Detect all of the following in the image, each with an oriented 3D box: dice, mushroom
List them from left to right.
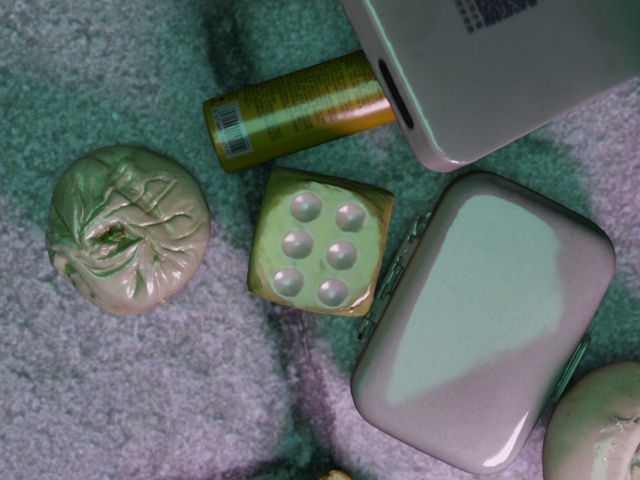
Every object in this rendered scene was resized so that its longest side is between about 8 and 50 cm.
[{"bbox_3d":[0.000,0.000,1.646,0.166,0.169,0.169,12,96,1],"label":"dice"},{"bbox_3d":[0.412,0.279,1.628,0.246,0.202,0.246,-7,102,-36],"label":"mushroom"}]

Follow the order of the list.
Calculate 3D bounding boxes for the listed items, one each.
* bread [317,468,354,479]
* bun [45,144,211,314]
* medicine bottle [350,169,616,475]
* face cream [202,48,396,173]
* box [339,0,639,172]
[{"bbox_3d":[0.015,0.428,1.734,0.160,0.088,0.233,39,99,3],"label":"bread"},{"bbox_3d":[-0.260,-0.013,1.674,0.229,0.145,0.230,1,95,6],"label":"bun"},{"bbox_3d":[0.212,0.110,1.671,0.282,0.123,0.375,26,95,-3],"label":"medicine bottle"},{"bbox_3d":[0.025,-0.188,1.660,0.348,0.105,0.105,-18,95,4],"label":"face cream"},{"bbox_3d":[0.215,-0.315,1.593,0.373,0.090,0.367,-27,95,-20],"label":"box"}]
